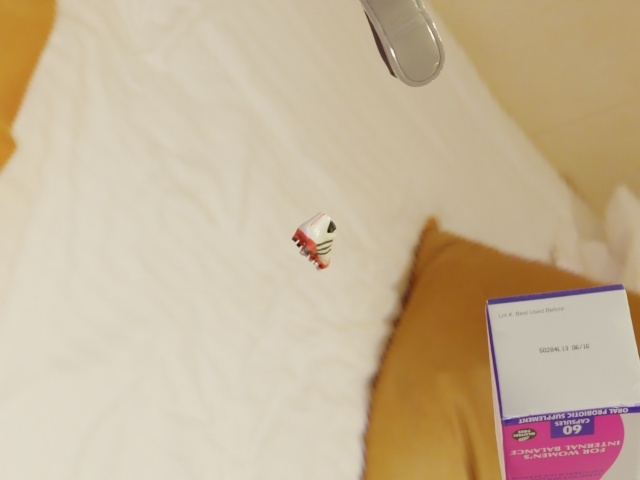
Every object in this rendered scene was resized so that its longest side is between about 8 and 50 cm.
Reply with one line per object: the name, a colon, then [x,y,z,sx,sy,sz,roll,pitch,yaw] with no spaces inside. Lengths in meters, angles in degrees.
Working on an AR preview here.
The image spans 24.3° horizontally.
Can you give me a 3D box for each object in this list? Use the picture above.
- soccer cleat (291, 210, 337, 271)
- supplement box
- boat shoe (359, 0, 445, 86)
soccer cleat: [0.000,0.000,1.174,0.029,0.035,0.083,43,-5,18]
supplement box: [0.198,0.146,1.208,0.220,0.111,0.114,76,9,-54]
boat shoe: [0.058,-0.240,1.377,0.065,0.075,0.206,51,-15,56]
